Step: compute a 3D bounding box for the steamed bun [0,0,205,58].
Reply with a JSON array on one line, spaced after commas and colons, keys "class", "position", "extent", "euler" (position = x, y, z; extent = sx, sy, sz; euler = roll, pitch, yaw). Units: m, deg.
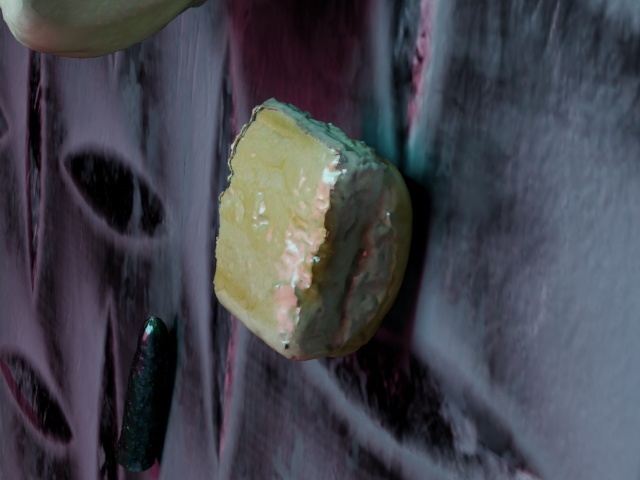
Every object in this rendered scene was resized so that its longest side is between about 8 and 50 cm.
[{"class": "steamed bun", "position": [-0.091, -0.256, 0.855], "extent": [0.289, 0.203, 0.276], "euler": [-112, 19, -63]}]

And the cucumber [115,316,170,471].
[{"class": "cucumber", "position": [-0.130, 0.113, 1.171], "extent": [0.032, 0.032, 0.133], "euler": [-126, 41, -50]}]

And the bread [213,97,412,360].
[{"class": "bread", "position": [0.000, -0.001, 0.822], "extent": [0.106, 0.082, 0.125], "euler": [32, 112, 49]}]
